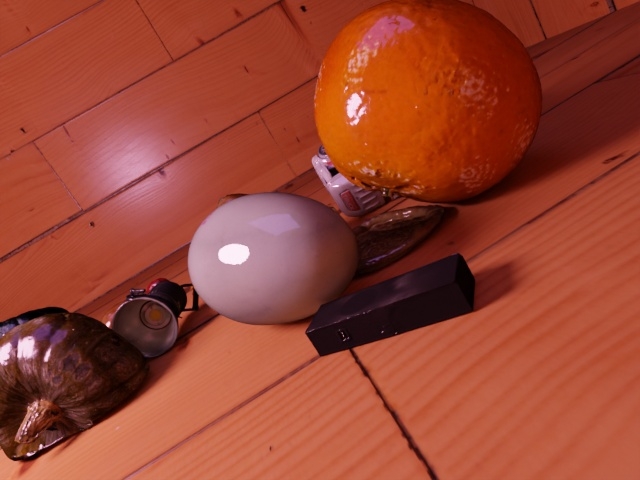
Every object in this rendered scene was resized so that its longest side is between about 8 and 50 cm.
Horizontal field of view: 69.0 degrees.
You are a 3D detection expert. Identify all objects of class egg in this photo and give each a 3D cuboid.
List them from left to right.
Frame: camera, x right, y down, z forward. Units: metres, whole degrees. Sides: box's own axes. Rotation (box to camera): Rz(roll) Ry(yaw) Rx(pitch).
[{"bbox_3d":[-0.087,0.030,0.800,0.370,0.230,0.230,-9,24,48],"label":"egg"}]

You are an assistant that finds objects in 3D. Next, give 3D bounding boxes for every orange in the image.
[{"bbox_3d":[0.183,-0.235,0.874,0.326,0.423,0.424,-65,18,-4],"label":"orange"}]

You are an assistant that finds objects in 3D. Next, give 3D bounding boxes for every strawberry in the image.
[{"bbox_3d":[-0.528,0.171,1.540,0.106,0.106,0.106,-29,13,7],"label":"strawberry"}]

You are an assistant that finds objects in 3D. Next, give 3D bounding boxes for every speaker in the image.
[{"bbox_3d":[0.088,0.086,0.610,0.218,0.044,0.082,-24,14,29],"label":"speaker"}]

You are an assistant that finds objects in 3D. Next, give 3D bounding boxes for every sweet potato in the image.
[{"bbox_3d":[-0.620,0.225,1.561,0.097,0.097,0.292,-21,14,36],"label":"sweet potato"}]

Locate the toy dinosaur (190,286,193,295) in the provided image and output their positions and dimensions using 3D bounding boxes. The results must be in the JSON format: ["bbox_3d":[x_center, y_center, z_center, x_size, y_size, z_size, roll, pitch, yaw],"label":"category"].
[{"bbox_3d":[-0.364,0.126,1.448,0.142,0.057,0.212,-41,11,5],"label":"toy dinosaur"}]

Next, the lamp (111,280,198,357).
[{"bbox_3d":[-0.402,0.169,1.138,0.171,0.147,0.227,3,13,-5],"label":"lamp"}]

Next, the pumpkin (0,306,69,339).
[{"bbox_3d":[-0.868,0.337,1.394,0.315,0.239,0.315,-19,-2,-1],"label":"pumpkin"}]

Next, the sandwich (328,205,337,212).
[{"bbox_3d":[0.029,-0.083,1.404,0.044,0.031,0.083,-31,14,19],"label":"sandwich"}]

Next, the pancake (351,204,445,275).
[{"bbox_3d":[0.123,-0.006,0.905,0.250,0.031,0.250,-26,16,8],"label":"pancake"}]

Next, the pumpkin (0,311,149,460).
[{"bbox_3d":[-0.535,0.271,0.911,0.324,0.232,0.242,-33,15,6],"label":"pumpkin"}]

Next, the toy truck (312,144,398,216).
[{"bbox_3d":[0.185,-0.214,1.201,0.387,0.173,0.207,-29,43,9],"label":"toy truck"}]

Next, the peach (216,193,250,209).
[{"bbox_3d":[-0.152,0.000,1.059,0.214,0.235,0.214,-37,6,5],"label":"peach"}]
